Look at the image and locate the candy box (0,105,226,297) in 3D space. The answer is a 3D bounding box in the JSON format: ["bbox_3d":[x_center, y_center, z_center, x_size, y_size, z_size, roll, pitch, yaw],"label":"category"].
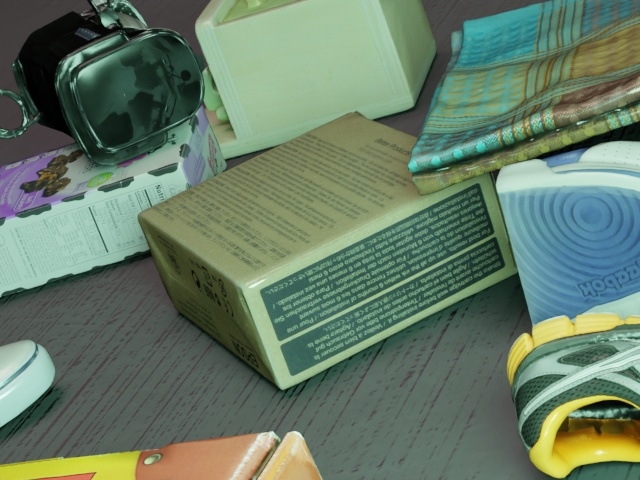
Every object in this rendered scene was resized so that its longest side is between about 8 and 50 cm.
[{"bbox_3d":[-0.188,-0.037,1.660,0.196,0.070,0.165,-17,20,9],"label":"candy box"}]

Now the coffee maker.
[{"bbox_3d":[-0.196,-0.124,1.655,0.171,0.120,0.178,-47,21,-2],"label":"coffee maker"}]

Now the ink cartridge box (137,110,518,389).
[{"bbox_3d":[0.000,0.000,1.370,0.193,0.088,0.235,-25,20,-15],"label":"ink cartridge box"}]

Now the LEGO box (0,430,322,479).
[{"bbox_3d":[-0.223,0.295,0.698,0.372,0.193,0.500,-10,23,27],"label":"LEGO box"}]

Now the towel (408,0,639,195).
[{"bbox_3d":[0.202,-0.140,1.350,0.271,0.040,0.370,-20,14,16],"label":"towel"}]

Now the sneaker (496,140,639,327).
[{"bbox_3d":[0.276,-0.023,1.145,0.316,0.127,0.182,-5,21,20],"label":"sneaker"}]

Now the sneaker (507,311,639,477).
[{"bbox_3d":[0.202,0.077,1.020,0.215,0.084,0.083,-16,34,22],"label":"sneaker"}]

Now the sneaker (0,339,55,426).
[{"bbox_3d":[-0.320,0.115,1.378,0.258,0.091,0.094,-21,21,0],"label":"sneaker"}]

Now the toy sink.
[{"bbox_3d":[-0.030,-0.178,1.775,0.234,0.131,0.153,-14,21,19],"label":"toy sink"}]
